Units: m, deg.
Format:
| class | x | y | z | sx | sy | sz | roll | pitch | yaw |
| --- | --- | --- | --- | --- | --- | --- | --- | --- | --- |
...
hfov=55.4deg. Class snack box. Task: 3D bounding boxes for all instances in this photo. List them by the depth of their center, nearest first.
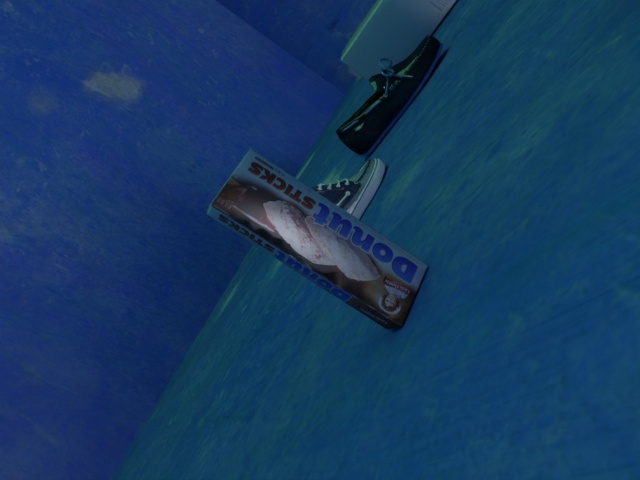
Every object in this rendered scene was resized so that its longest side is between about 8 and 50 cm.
| class | x | y | z | sx | sy | sz | roll | pitch | yaw |
| --- | --- | --- | --- | --- | --- | --- | --- | --- | --- |
| snack box | 0.000 | 0.000 | 0.496 | 0.064 | 0.178 | 0.022 | -61 | 8 | -30 |

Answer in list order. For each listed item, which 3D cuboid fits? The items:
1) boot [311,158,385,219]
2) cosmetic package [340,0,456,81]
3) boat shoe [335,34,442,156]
| class | x | y | z | sx | sy | sz | roll | pitch | yaw |
| --- | --- | --- | --- | --- | --- | --- | --- | --- | --- |
| boot | 0.026 | -0.069 | 0.916 | 0.190 | 0.086 | 0.069 | -61 | 10 | -30 |
| cosmetic package | 0.215 | -0.566 | 1.509 | 0.365 | 0.155 | 0.197 | -51 | 12 | 20 |
| boat shoe | 0.124 | -0.277 | 1.143 | 0.258 | 0.089 | 0.109 | -54 | 9 | 13 |
